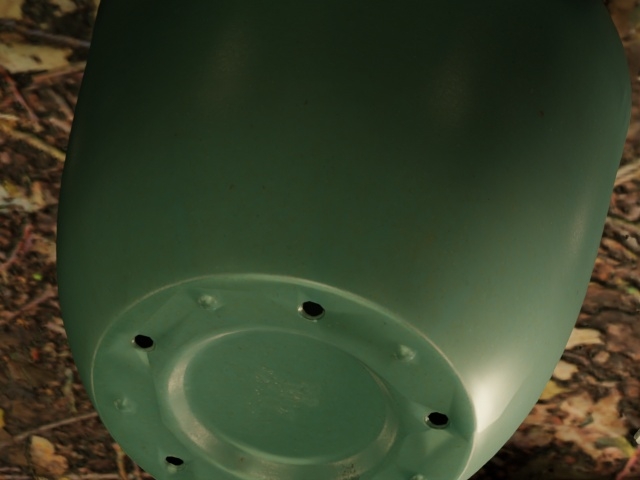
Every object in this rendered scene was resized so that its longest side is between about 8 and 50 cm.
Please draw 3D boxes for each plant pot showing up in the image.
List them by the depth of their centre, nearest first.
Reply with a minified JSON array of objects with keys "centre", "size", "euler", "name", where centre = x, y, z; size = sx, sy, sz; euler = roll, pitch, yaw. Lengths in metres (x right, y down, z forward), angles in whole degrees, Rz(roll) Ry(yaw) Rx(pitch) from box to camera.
[{"centre":[0.000,0.000,0.958],"size":[0.293,0.235,0.293],"euler":[7,136,7],"name":"plant pot"}]

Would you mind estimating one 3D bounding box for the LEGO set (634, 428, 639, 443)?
[{"centre":[0.343,0.137,1.201],"size":[0.244,0.060,0.182],"euler":[21,139,-8],"name":"LEGO set"}]
